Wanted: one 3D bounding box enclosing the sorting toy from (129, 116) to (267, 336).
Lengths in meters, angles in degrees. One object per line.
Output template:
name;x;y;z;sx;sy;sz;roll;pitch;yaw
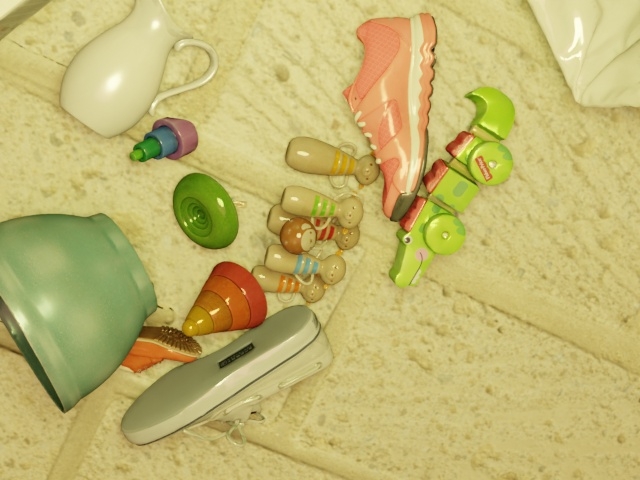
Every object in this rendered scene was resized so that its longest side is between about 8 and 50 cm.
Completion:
sorting toy;-0.201;0.000;1.249;0.127;0.126;0.365;0;115;41

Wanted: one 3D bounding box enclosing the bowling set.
bowling set;0.000;0.000;1.262;0.154;0.200;0.287;13;109;-12

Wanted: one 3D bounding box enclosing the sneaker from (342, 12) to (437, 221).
sneaker;0.099;-0.187;1.258;0.136;0.116;0.314;5;94;5

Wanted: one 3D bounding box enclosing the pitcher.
pitcher;-0.262;-0.240;1.204;0.178;0.125;0.207;37;89;-30

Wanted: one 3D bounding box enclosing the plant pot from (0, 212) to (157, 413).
plant pot;-0.366;0.078;1.222;0.196;0.293;0.293;-31;110;-23

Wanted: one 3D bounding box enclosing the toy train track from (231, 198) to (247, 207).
toy train track;-0.159;-0.061;1.317;0.083;0.014;0.048;8;107;-9

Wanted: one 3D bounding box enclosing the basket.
basket;0.468;-0.376;1.095;0.266;0.328;0.331;-34;108;-12

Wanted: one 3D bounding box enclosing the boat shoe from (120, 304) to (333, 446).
boat shoe;-0.140;0.259;1.370;0.367;0.136;0.156;-32;116;-3

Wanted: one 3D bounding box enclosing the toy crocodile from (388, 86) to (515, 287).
toy crocodile;0.200;-0.078;1.296;0.105;0.115;0.340;30;100;-9

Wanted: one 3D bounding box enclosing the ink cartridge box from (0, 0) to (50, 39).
ink cartridge box;-0.416;-0.329;1.120;0.225;0.181;0.056;-33;107;7

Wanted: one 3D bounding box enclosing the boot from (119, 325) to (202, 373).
boot;-0.276;0.185;1.363;0.158;0.059;0.084;14;109;-1
